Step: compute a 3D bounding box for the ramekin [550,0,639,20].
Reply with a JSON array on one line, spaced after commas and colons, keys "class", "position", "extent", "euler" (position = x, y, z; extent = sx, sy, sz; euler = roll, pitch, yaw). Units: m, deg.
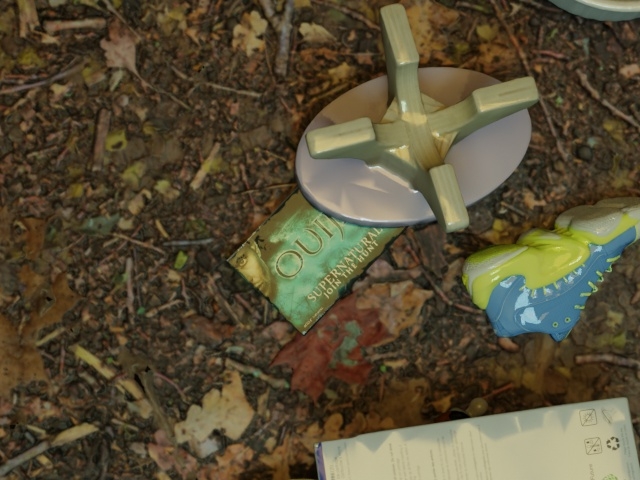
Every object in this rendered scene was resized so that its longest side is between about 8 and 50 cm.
[{"class": "ramekin", "position": [0.337, -0.381, 1.841], "extent": [0.277, 0.135, 0.277], "euler": [0, 85, 2]}]

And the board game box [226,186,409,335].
[{"class": "board game box", "position": [0.000, 0.000, 1.868], "extent": [0.126, 0.026, 0.186], "euler": [43, 87, 4]}]

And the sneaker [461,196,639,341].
[{"class": "sneaker", "position": [0.283, 0.038, 1.842], "extent": [0.240, 0.091, 0.126], "euler": [-19, 103, -1]}]

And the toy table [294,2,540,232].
[{"class": "toy table", "position": [0.109, -0.121, 1.793], "extent": [0.274, 0.161, 0.252], "euler": [-26, 82, -8]}]

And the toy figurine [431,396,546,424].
[{"class": "toy figurine", "position": [0.199, 0.280, 1.780], "extent": [0.213, 0.148, 0.209], "euler": [8, 85, 2]}]

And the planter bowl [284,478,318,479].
[{"class": "planter bowl", "position": [-0.019, 0.370, 1.804], "extent": [0.217, 0.090, 0.217], "euler": [0, 86, 1]}]

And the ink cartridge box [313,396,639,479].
[{"class": "ink cartridge box", "position": [0.165, 0.265, 1.683], "extent": [0.333, 0.065, 0.165], "euler": [-7, 80, -4]}]
